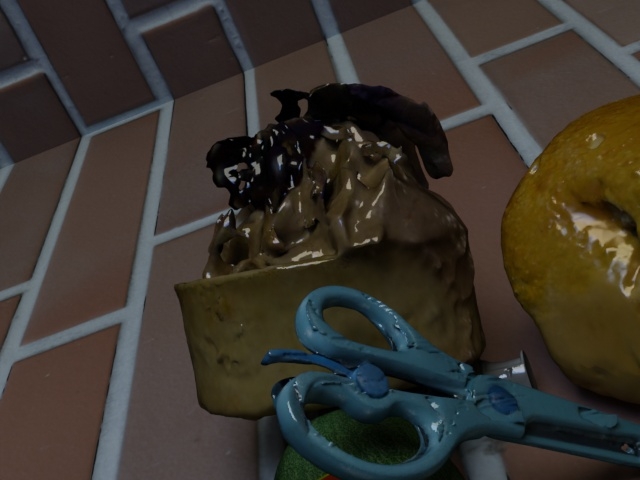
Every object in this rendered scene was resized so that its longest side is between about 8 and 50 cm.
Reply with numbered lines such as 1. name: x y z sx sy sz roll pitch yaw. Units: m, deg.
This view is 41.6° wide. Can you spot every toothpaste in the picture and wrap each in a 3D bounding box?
1. toothpaste: 0.099 0.184 0.906 0.266 0.061 0.096 -21 31 17

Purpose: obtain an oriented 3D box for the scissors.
1. scissors: 0.136 0.140 0.698 0.032 0.393 0.180 -54 27 40

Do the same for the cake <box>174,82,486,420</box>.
1. cake: -0.003 0.001 0.896 0.333 0.320 0.332 -10 -2 0

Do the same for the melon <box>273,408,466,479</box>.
1. melon: 0.052 0.257 0.689 0.182 0.182 0.287 -26 30 -4

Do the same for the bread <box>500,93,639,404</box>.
1. bread: 0.377 -0.017 0.821 0.394 0.250 0.361 7 42 43
